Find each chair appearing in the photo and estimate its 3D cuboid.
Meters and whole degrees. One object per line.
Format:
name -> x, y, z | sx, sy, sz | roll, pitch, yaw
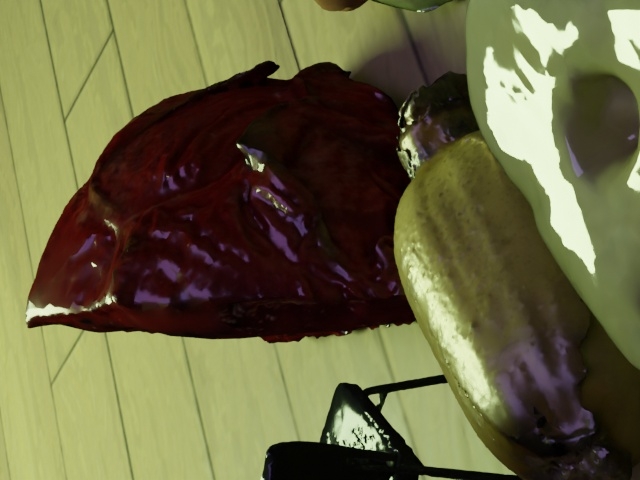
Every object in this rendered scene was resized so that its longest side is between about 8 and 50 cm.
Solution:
chair -> 0.025, 0.166, 1.222 | 0.145, 0.221, 0.140 | 47, 124, 54

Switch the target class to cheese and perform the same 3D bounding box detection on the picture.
cheese -> 0.200, -0.086, 0.935 | 0.328, 0.130, 0.351 | 48, 145, 35

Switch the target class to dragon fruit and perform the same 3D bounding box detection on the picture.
dragon fruit -> 0.000, 0.000, 1.416 | 0.330, 0.240, 0.302 | 12, 65, 41

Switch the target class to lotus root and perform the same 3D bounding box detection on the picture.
lotus root -> 0.129, 0.032, 1.160 | 0.146, 0.131, 0.303 | -36, 50, 17

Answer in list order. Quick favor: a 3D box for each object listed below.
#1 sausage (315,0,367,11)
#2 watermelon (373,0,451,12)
sausage -> 0.054, -0.308, 1.431 | 0.086, 0.086, 0.289 | 57, 133, 50
watermelon -> 0.071, -0.232, 1.333 | 0.245, 0.119, 0.063 | 112, 165, -64
